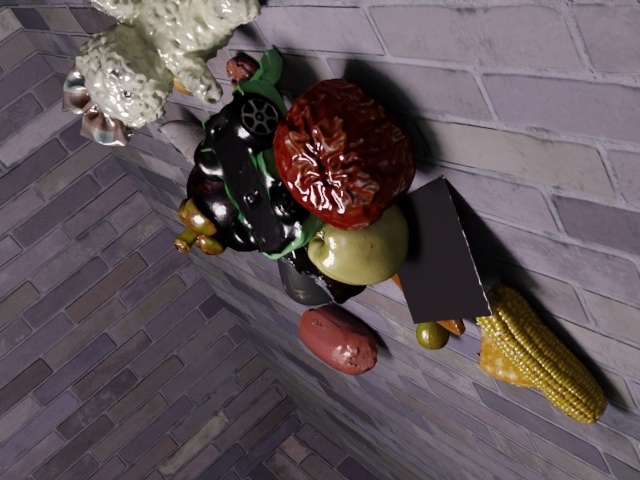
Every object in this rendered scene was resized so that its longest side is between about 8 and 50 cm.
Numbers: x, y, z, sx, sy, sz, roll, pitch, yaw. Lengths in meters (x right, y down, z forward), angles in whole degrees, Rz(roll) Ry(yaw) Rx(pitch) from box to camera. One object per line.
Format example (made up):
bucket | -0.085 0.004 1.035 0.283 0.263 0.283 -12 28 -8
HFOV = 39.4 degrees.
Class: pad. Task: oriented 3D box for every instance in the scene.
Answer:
pad | 0.198 0.032 1.644 0.367 0.007 0.247 150 101 -74

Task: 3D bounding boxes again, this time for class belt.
belt | 0.000 0.000 1.933 0.289 0.164 0.184 58 170 -15

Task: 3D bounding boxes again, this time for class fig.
fig | 0.243 0.193 1.940 0.074 0.074 0.088 29 136 50

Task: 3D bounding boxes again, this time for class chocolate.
chocolate | -0.291 -0.206 2.374 0.303 0.100 0.185 47 174 16

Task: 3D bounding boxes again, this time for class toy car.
toy car | -0.101 -0.153 1.664 0.213 0.176 0.358 -33 83 56

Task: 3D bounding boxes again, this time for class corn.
corn | 0.383 0.200 1.547 0.291 0.101 0.101 47 164 -1

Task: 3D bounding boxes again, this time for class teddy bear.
teddy bear | -0.325 -0.355 1.646 0.327 0.362 0.375 50 169 -7

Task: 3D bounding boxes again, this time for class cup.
cup | 0.000 0.057 2.123 0.223 0.169 0.176 17 140 35

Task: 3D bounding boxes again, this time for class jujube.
jujube | 0.040 -0.141 1.473 0.232 0.213 0.213 46 164 7

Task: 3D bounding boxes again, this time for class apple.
apple | 0.075 -0.006 1.683 0.200 0.200 0.200 44 163 17

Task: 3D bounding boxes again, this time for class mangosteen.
mangosteen | -0.224 -0.075 2.125 0.275 0.302 0.275 46 163 18

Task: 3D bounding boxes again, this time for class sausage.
sausage | 0.049 0.274 2.487 0.280 0.152 0.152 30 155 49

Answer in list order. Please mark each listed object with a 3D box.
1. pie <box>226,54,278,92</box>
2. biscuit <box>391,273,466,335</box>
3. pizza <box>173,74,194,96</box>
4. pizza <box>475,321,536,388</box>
pie | -0.135 -0.314 1.832 0.153 0.038 0.153 41 163 16
biscuit | 0.202 0.093 1.856 0.280 0.043 0.183 41 164 29
pizza | -0.364 -0.464 2.038 0.280 0.075 0.287 41 161 12
pizza | 0.350 0.185 1.662 0.188 0.062 0.198 6 130 50
